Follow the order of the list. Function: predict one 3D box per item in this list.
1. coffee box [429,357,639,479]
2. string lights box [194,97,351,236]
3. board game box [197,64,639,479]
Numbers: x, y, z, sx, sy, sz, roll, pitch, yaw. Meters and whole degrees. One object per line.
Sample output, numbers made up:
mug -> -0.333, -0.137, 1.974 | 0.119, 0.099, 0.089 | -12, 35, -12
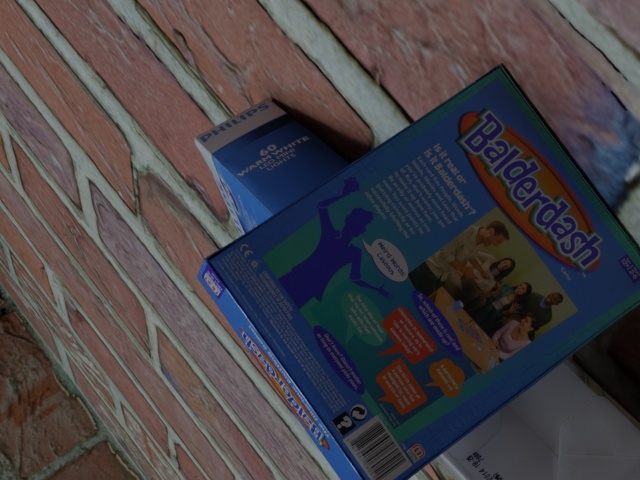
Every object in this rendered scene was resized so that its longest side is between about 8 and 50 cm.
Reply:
coffee box -> 0.148, 0.160, 0.904 | 0.141, 0.098, 0.246 | 46, 173, 28
string lights box -> 0.000, 0.000, 1.070 | 0.259, 0.076, 0.133 | 44, 161, 55
board game box -> 0.062, 0.023, 0.784 | 0.160, 0.210, 0.047 | 55, 163, 6
